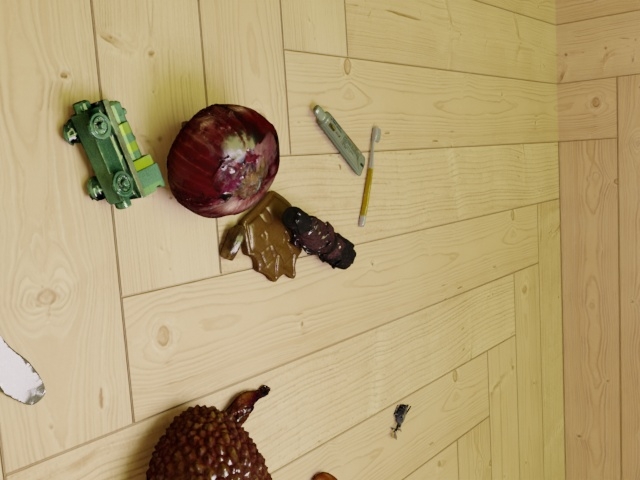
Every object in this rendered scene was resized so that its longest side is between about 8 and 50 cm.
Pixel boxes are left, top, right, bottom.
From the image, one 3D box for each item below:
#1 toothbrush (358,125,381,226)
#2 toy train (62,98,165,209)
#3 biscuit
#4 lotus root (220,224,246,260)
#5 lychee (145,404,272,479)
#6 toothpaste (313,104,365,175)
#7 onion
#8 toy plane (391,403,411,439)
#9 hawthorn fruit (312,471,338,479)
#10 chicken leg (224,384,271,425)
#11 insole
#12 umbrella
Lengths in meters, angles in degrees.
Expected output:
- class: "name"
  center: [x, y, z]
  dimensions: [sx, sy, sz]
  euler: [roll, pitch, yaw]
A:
- class: "toothbrush"
  center: [0.137, -0.177, 1.829]
  dimensions: [0.024, 0.021, 0.289]
  euler: [16, 80, -39]
- class: "toy train"
  center: [-0.372, -0.161, 1.189]
  dimensions: [0.132, 0.083, 0.200]
  euler: [-43, 124, -53]
- class: "biscuit"
  center: [-0.103, 0.004, 1.543]
  dimensions: [0.182, 0.034, 0.215]
  euler: [-50, 128, -36]
- class: "lotus root"
  center: [-0.189, 0.002, 1.430]
  dimensions: [0.037, 0.030, 0.083]
  euler: [26, 79, -16]
- class: "lychee"
  center: [-0.220, 0.453, 1.282]
  dimensions: [0.271, 0.271, 0.272]
  euler: [-3, 94, -50]
- class: "toothpaste"
  center: [0.051, -0.262, 1.713]
  dimensions: [0.255, 0.037, 0.067]
  euler: [44, 53, -45]
- class: "onion"
  center: [-0.198, -0.168, 1.304]
  dimensions: [0.252, 0.219, 0.252]
  euler: [-36, 159, -16]
- class: "toy plane"
  center: [0.239, 0.535, 1.976]
  dimensions: [0.121, 0.031, 0.049]
  euler: [-61, 142, -32]
- class: "hawthorn fruit"
  center: [0.014, 0.628, 1.680]
  dimensions: [0.077, 0.077, 0.077]
  euler: [-3, 94, -50]
- class: "chicken leg"
  center: [-0.178, 0.386, 1.461]
  dimensions: [0.205, 0.053, 0.093]
  euler: [-46, 148, -30]
- class: "insole"
  center: [-0.517, 0.199, 1.078]
  dimensions: [0.063, 0.010, 0.192]
  euler: [-50, 126, -37]
- class: "umbrella"
  center: [0.000, 0.000, 1.592]
  dimensions: [0.326, 0.090, 0.094]
  euler: [34, 62, -58]
